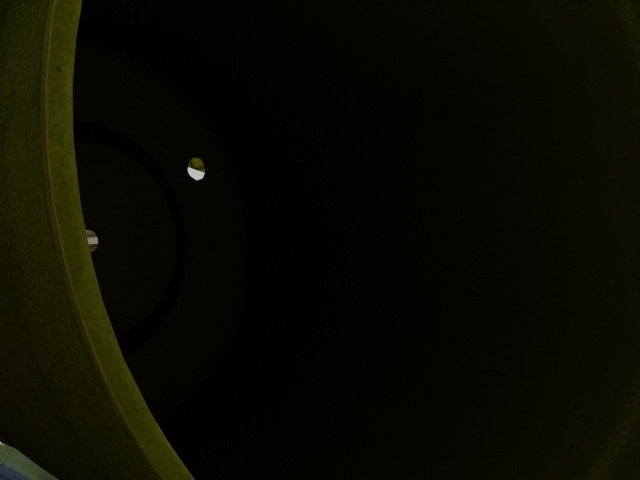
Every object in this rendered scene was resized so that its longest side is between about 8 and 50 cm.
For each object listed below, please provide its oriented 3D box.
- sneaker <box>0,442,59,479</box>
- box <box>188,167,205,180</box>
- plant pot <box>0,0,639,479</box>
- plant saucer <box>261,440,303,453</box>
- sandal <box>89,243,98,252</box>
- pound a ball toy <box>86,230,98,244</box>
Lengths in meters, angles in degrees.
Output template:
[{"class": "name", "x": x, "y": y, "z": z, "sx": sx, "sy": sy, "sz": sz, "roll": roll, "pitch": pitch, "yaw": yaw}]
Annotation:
[{"class": "sneaker", "x": -0.207, "y": 0.152, "z": 0.918, "sx": 0.064, "sy": 0.086, "sz": 0.192, "roll": -12, "pitch": 10, "yaw": 37}, {"class": "box", "x": -0.094, "y": -0.015, "z": 1.367, "sx": 0.063, "sy": 0.067, "sz": 0.324, "roll": -10, "pitch": -18, "yaw": 39}, {"class": "plant pot", "x": -0.034, "y": -0.017, "z": 0.695, "sx": 0.366, "sy": 0.366, "sz": 0.353, "roll": -23, "pitch": 9, "yaw": -35}, {"class": "plant saucer", "x": 0.000, "y": 0.110, "z": 0.900, "sx": 0.259, "sy": 0.047, "sz": 0.258, "roll": -17, "pitch": 8, "yaw": 1}, {"class": "sandal", "x": -0.249, "y": 0.113, "z": 1.301, "sx": 0.240, "sy": 0.079, "sz": 0.088, "roll": -46, "pitch": -24, "yaw": 10}, {"class": "pound a ball toy", "x": -0.214, "y": 0.010, "z": 1.477, "sx": 0.136, "sy": 0.208, "sz": 0.319, "roll": -23, "pitch": 8, "yaw": -26}]
